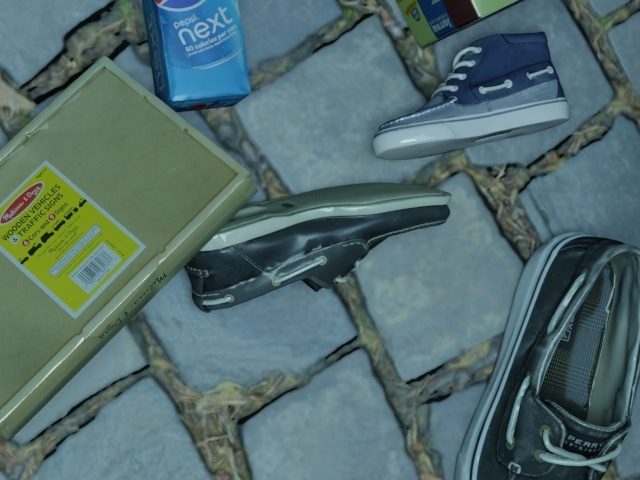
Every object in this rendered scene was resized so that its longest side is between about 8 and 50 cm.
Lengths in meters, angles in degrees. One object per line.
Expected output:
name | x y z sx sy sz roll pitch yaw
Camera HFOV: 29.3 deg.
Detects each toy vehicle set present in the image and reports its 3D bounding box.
toy vehicle set | -0.199 -0.001 0.933 0.166 0.035 0.267 40 76 19

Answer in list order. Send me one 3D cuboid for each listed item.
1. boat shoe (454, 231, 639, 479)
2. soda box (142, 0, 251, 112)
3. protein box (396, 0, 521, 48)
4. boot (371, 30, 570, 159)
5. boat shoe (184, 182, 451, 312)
boat shoe | 0.198 0.152 1.034 0.121 0.119 0.335 12 84 -15
soda box | -0.109 -0.213 0.989 0.067 0.071 0.210 -9 90 -16
protein box | 0.147 -0.301 1.033 0.201 0.136 0.200 -28 96 -16
boot | 0.122 -0.126 1.060 0.190 0.069 0.086 -13 84 -24
boat shoe | 0.000 0.000 1.013 0.233 0.084 0.079 -14 107 -17
